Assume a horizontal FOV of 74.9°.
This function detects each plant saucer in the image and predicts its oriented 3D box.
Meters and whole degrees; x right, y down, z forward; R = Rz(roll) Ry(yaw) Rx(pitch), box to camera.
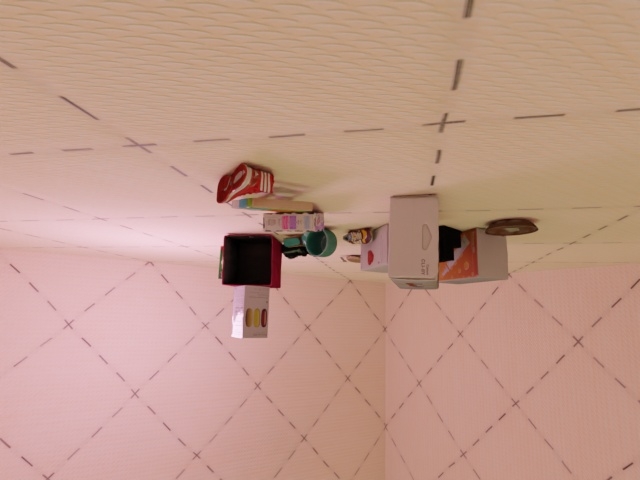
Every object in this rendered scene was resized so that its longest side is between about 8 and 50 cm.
[{"bbox_3d":[0.764,-0.053,1.678,0.198,0.036,0.198,1,169,0],"label":"plant saucer"}]

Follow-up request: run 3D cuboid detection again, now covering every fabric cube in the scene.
[{"bbox_3d":[-0.344,0.114,2.161,0.253,0.260,0.258,0,171,7],"label":"fabric cube"}]

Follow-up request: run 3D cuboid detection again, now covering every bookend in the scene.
[{"bbox_3d":[0.548,0.026,1.815,0.157,0.157,0.072,10,166,-42],"label":"bookend"}]

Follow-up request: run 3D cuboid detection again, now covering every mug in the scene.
[{"bbox_3d":[0.007,-0.001,1.890,0.129,0.158,0.097,-36,152,32],"label":"mug"}]

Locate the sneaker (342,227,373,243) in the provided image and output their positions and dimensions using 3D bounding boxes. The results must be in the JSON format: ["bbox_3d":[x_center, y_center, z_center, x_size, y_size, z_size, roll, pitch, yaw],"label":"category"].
[{"bbox_3d":[0.168,-0.015,1.890,0.083,0.070,0.185,0,170,-22],"label":"sneaker"}]

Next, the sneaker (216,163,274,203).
[{"bbox_3d":[-0.210,-0.145,1.203,0.127,0.087,0.221,10,168,-33],"label":"sneaker"}]

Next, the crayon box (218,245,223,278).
[{"bbox_3d":[-0.432,0.124,2.376,0.317,0.203,0.081,0,169,5],"label":"crayon box"}]

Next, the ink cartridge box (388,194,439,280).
[{"bbox_3d":[0.340,0.022,1.491,0.160,0.280,0.384,0,169,15],"label":"ink cartridge box"}]

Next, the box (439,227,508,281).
[{"bbox_3d":[0.678,0.084,1.941,0.168,0.215,0.345,6,168,-20],"label":"box"}]

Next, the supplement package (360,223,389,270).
[{"bbox_3d":[0.313,0.046,1.896,0.175,0.178,0.293,4,169,-16],"label":"supplement package"}]

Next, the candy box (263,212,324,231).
[{"bbox_3d":[-0.096,-0.068,1.556,0.196,0.070,0.165,0,-178,12],"label":"candy box"}]

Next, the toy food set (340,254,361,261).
[{"bbox_3d":[0.228,0.114,2.698,0.191,0.039,0.132,4,164,18],"label":"toy food set"}]

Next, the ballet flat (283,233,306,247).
[{"bbox_3d":[-0.083,-0.005,2.043,0.206,0.073,0.067,0,-163,24],"label":"ballet flat"}]

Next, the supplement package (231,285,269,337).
[{"bbox_3d":[-0.338,0.346,2.021,0.138,0.245,0.133,7,168,-33],"label":"supplement package"}]

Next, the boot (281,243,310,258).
[{"bbox_3d":[-0.108,0.047,2.194,0.206,0.094,0.246,-4,175,11],"label":"boot"}]

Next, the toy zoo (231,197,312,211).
[{"bbox_3d":[-0.173,-0.114,1.374,0.192,0.030,0.293,2,-178,-26],"label":"toy zoo"}]
